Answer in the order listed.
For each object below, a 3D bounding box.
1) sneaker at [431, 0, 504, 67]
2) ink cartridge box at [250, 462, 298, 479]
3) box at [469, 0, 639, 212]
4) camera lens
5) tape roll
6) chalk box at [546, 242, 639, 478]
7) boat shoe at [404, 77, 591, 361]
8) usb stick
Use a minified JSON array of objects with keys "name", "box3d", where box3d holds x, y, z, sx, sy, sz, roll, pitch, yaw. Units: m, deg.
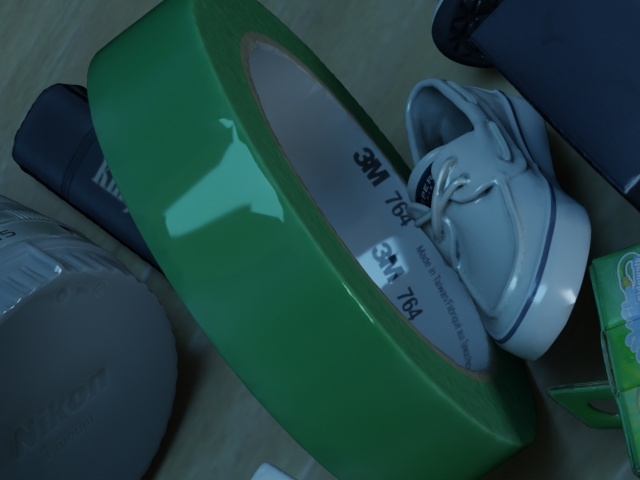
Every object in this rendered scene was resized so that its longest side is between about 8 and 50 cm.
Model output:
[{"name":"sneaker","box3d":[0.145,-0.215,1.303,0.234,0.084,0.097,-55,27,-3]},{"name":"ink cartridge box","box3d":[0.078,0.250,1.024,0.273,0.198,0.115,31,85,39]},{"name":"box","box3d":[0.191,-0.072,1.134,0.093,0.158,0.156,-45,51,7]},{"name":"camera lens","box3d":[-0.258,0.069,1.319,0.274,0.219,0.219,23,81,38]},{"name":"tape roll","box3d":[0.000,0.000,1.119,0.077,0.321,0.321,-35,53,14]},{"name":"chalk box","box3d":[0.230,0.070,1.057,0.213,0.132,0.132,-23,57,24]},{"name":"boat shoe","box3d":[0.090,-0.019,1.156,0.258,0.084,0.095,-101,34,-64]},{"name":"usb stick","box3d":[-0.121,-0.031,1.390,0.278,0.045,0.077,34,88,39]}]
